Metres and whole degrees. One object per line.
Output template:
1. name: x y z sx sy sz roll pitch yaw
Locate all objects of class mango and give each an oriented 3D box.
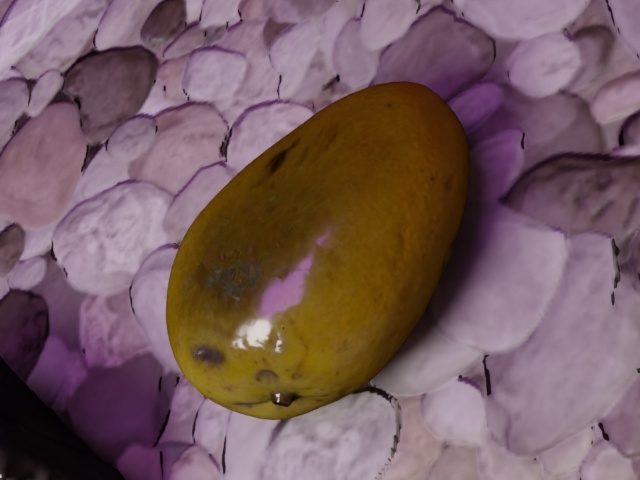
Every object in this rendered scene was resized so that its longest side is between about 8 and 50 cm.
1. mango: 0.000 0.000 0.719 0.137 0.098 0.195 23 79 45

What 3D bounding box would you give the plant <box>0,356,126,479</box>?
1. plant: -0.192 0.160 0.761 0.164 0.142 0.256 -46 46 9
